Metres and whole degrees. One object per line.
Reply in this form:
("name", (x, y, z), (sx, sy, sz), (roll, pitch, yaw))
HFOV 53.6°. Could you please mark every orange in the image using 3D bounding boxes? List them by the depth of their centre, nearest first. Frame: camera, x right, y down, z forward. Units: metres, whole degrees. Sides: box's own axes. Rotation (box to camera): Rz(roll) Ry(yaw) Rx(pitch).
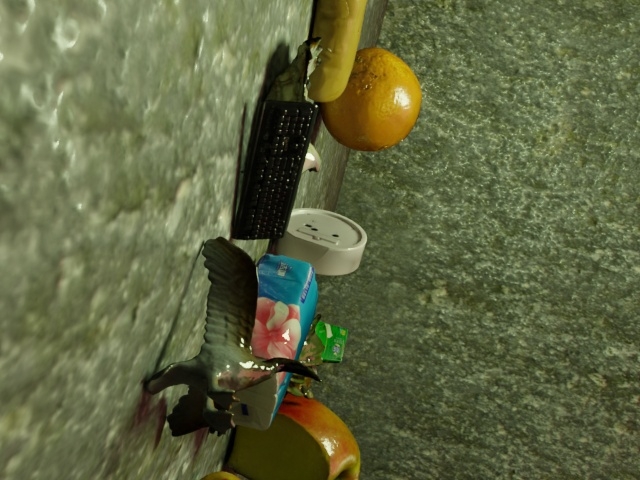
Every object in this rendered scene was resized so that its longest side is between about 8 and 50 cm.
("orange", (0.120, -0.332, 1.525), (0.246, 0.246, 0.246), (15, 90, -86))

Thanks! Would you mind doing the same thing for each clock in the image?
("clock", (0.000, 0.000, 1.403), (0.197, 0.197, 0.068), (-67, 172, -64))

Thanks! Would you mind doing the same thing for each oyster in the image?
("oyster", (-0.041, -0.189, 0.991), (0.198, 0.092, 0.259), (1, 94, -86))

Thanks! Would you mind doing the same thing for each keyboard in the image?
("keyboard", (-0.068, -0.093, 0.904), (0.025, 0.094, 0.230), (-119, -144, -45))

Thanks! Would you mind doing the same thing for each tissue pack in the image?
("tissue pack", (-0.096, 0.186, 1.176), (0.269, 0.137, 0.209), (-71, 176, -51))
("tissue pack", (-0.046, 0.277, 1.647), (0.209, 0.148, 0.156), (28, 74, -62))

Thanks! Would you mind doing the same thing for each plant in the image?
("plant", (-0.095, 0.261, 1.345), (0.333, 0.180, 0.251), (-3, 97, -82))

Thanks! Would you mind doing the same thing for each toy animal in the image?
("toy animal", (-0.103, 0.167, 0.765), (0.160, 0.197, 0.272), (-56, 165, -69))

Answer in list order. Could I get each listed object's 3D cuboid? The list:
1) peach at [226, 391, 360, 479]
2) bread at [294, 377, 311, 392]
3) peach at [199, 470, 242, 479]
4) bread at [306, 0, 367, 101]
("peach", (-0.069, 0.506, 1.605), (0.306, 0.381, 0.242), (22, 83, -60))
("bread", (-0.088, 0.371, 1.884), (0.270, 0.148, 0.269), (14, 90, -86))
("peach", (-0.185, 0.505, 1.173), (0.138, 0.138, 0.138), (15, 90, -86))
("bread", (0.034, -0.411, 1.193), (0.142, 0.091, 0.305), (-79, -179, -50))
